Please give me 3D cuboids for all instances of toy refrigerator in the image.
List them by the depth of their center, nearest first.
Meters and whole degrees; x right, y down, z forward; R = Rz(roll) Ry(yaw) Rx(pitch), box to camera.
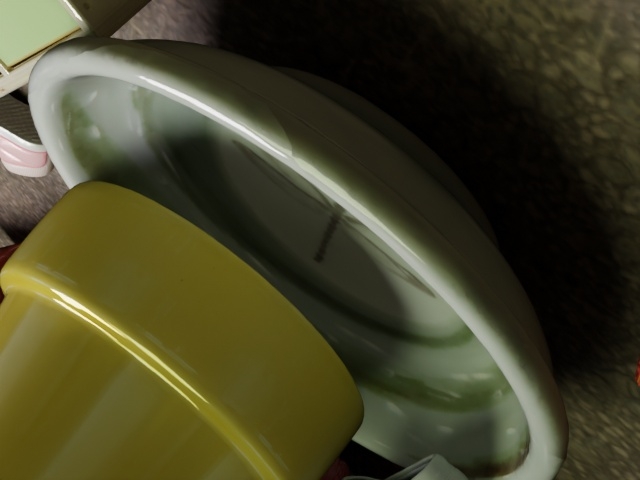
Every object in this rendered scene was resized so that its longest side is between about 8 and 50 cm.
[{"bbox_3d":[-0.201,-0.169,0.904,0.102,0.094,0.269,51,155,-18],"label":"toy refrigerator"}]

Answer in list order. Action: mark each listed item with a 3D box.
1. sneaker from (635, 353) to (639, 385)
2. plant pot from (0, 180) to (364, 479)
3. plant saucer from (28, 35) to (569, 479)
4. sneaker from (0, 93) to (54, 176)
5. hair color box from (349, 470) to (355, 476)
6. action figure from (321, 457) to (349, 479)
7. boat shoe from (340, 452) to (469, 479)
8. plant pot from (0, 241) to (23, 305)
[{"bbox_3d":[0.210,0.077,0.736,0.067,0.064,0.175,5,145,25],"label":"sneaker"},{"bbox_3d":[-0.140,0.130,0.874,0.254,0.239,0.254,33,159,15],"label":"plant pot"},{"bbox_3d":[0.000,0.000,0.842,0.400,0.100,0.400,34,159,15],"label":"plant saucer"},{"bbox_3d":[-0.289,-0.103,1.198,0.134,0.051,0.070,33,149,12],"label":"sneaker"},{"bbox_3d":[-0.061,0.224,1.219,0.339,0.110,0.185,49,-168,-10],"label":"hair color box"},{"bbox_3d":[0.110,0.307,1.021,0.370,0.248,0.275,47,155,-15],"label":"action figure"},{"bbox_3d":[0.033,0.185,0.900,0.063,0.066,0.184,53,143,-6],"label":"boat shoe"},{"bbox_3d":[-0.313,0.116,1.374,0.272,0.272,0.265,50,147,-14],"label":"plant pot"}]
